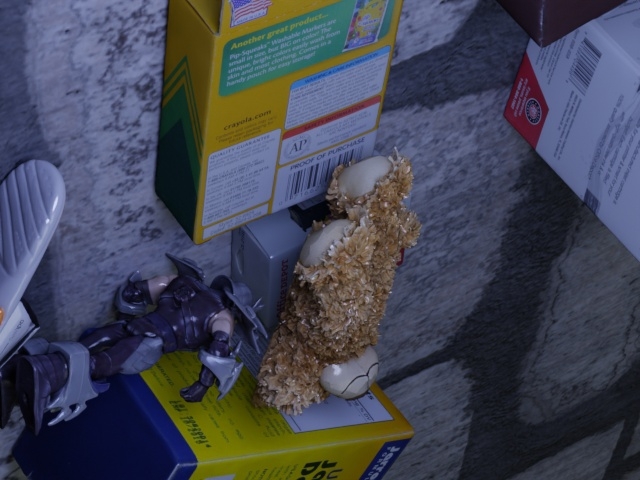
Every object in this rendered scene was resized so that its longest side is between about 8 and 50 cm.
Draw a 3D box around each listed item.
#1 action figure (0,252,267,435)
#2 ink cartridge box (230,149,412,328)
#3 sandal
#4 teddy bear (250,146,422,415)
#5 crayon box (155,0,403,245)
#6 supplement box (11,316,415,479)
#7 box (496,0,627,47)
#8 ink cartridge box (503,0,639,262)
[{"bbox_3d":[-0.175,0.098,1.753,0.285,0.185,0.099,-21,116,-31],"label":"action figure"},{"bbox_3d":[0.000,0.000,1.910,0.175,0.072,0.127,-26,148,-21],"label":"ink cartridge box"},{"bbox_3d":[-0.282,0.047,1.641,0.076,0.102,0.265,11,123,-49],"label":"sandal"},{"bbox_3d":[0.024,0.057,1.774,0.245,0.113,0.338,-63,174,-54],"label":"teddy bear"},{"bbox_3d":[-0.036,-0.159,1.645,0.203,0.083,0.323,-23,147,-26],"label":"crayon box"},{"bbox_3d":[-0.110,0.218,1.965,0.356,0.194,0.195,-1,133,-46],"label":"supplement box"},{"bbox_3d":[0.214,-0.318,1.613,0.168,0.167,0.203,-30,149,-15],"label":"box"},{"bbox_3d":[0.333,-0.125,1.899,0.114,0.273,0.197,-20,146,-28],"label":"ink cartridge box"}]
